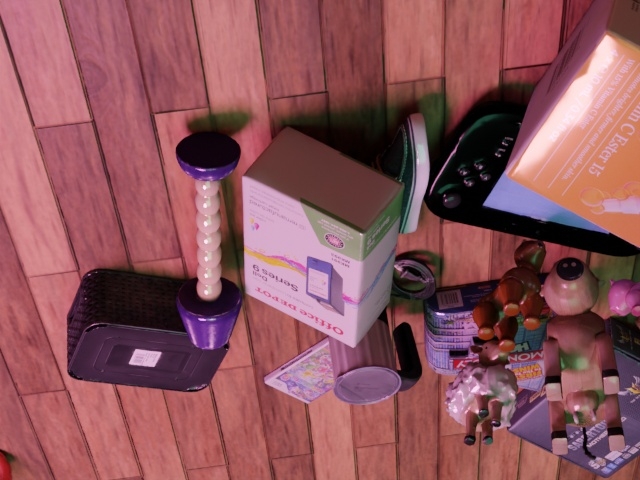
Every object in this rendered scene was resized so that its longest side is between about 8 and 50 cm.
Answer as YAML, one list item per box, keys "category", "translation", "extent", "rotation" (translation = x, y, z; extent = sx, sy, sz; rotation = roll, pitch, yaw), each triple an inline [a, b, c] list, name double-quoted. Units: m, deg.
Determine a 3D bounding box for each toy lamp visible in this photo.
- category: "toy lamp"
  translation: [-0.124, 0.008, 1.641]
  extent: [0.080, 0.080, 0.274]
  rotation: [-2, 129, -9]

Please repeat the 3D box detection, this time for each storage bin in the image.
- category: "storage bin"
  translation: [-0.212, 0.113, 1.786]
  extent: [0.180, 0.084, 0.122]
  rotation: [8, 139, -21]

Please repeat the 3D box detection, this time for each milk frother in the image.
- category: "milk frother"
  translation: [0.077, 0.108, 1.793]
  extent: [0.129, 0.134, 0.143]
  rotation: [3, 140, -16]

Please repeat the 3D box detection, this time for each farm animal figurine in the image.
- category: "farm animal figurine"
  translation: [0.333, 0.110, 1.747]
  extent: [0.330, 0.172, 0.326]
  rotation: [7, 130, -2]

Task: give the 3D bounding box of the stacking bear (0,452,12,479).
- category: "stacking bear"
  translation: [-0.581, 0.402, 2.031]
  extent: [0.164, 0.175, 0.289]
  rotation: [26, 138, -38]

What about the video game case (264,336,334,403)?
- category: "video game case"
  translation: [-0.003, 0.175, 1.961]
  extent: [0.122, 0.011, 0.087]
  rotation: [-34, 135, 29]

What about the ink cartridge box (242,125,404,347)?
- category: "ink cartridge box"
  translation: [0.000, 0.000, 1.624]
  extent: [0.154, 0.093, 0.212]
  rotation: [27, 147, 17]

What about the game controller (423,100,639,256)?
- category: "game controller"
  translation: [0.278, -0.067, 1.667]
  extent: [0.319, 0.067, 0.166]
  rotation: [11, 138, -24]

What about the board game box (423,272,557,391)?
- category: "board game box"
  translation: [0.235, 0.131, 1.912]
  extent: [0.194, 0.060, 0.194]
  rotation: [-8, 141, 0]

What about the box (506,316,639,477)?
- category: "box"
  translation: [0.398, 0.223, 2.030]
  extent: [0.183, 0.059, 0.232]
  rotation: [28, 130, -18]

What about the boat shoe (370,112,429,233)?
- category: "boat shoe"
  translation: [0.072, -0.069, 1.627]
  extent: [0.083, 0.065, 0.183]
  rotation: [-2, 142, -6]

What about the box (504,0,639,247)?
- category: "box"
  translation: [0.396, -0.100, 1.463]
  extent: [0.345, 0.168, 0.215]
  rotation: [27, 135, -2]
